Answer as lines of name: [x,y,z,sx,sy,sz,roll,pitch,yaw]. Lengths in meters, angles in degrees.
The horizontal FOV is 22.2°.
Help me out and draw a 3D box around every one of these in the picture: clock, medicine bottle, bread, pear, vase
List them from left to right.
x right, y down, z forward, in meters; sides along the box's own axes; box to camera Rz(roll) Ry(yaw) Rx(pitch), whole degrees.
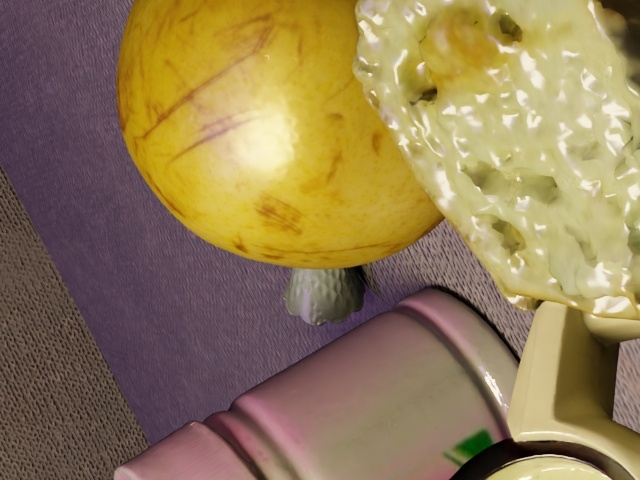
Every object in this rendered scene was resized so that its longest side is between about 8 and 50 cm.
pear: [-0.007,-0.115,1.129,0.281,0.281,0.280,49,157,29]
vase: [0.000,0.000,1.523,0.081,0.081,0.148,43,150,39]
medicine bottle: [0.013,0.202,1.398,0.212,0.325,0.212,47,154,31]
clock: [0.203,0.114,0.918,0.276,0.379,0.120,13,170,37]
bread: [0.170,-0.093,0.764,0.238,0.252,0.196,18,130,54]
